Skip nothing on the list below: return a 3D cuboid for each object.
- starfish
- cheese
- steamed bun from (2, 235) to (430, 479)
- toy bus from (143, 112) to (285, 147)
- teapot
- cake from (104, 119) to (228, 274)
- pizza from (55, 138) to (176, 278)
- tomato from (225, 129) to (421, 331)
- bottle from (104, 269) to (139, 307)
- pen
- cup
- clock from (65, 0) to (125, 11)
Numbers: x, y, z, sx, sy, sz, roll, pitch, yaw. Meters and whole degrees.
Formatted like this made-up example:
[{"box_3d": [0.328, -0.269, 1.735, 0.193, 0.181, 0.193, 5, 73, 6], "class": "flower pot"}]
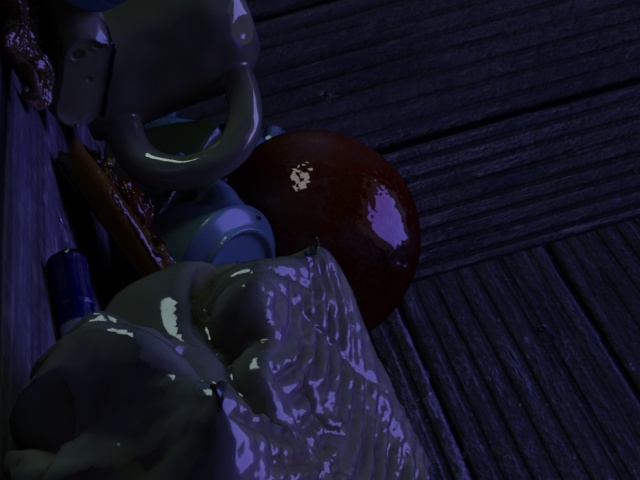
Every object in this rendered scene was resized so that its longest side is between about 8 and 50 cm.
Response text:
[{"box_3d": [-0.255, -0.198, 1.133, 0.150, 0.053, 0.209, 70, 3, -48], "class": "starfish"}, {"box_3d": [-0.263, -0.230, 1.263, 0.251, 0.054, 0.127, 60, -34, 35], "class": "cheese"}, {"box_3d": [-0.062, 0.154, 0.732, 0.275, 0.206, 0.320, 58, 23, -8], "class": "steamed bun"}, {"box_3d": [-0.168, -0.058, 1.834, 0.294, 0.197, 0.231, 159, -57, -84], "class": "toy bus"}, {"box_3d": [-0.141, 0.028, 1.401, 0.159, 0.159, 0.231, -119, -137, -81], "class": "teapot"}, {"box_3d": [-0.219, -0.003, 1.577, 0.283, 0.172, 0.158, -62, 143, -41], "class": "cake"}, {"box_3d": [-0.197, -0.032, 1.292, 0.201, 0.053, 0.193, 58, -7, -27], "class": "pizza"}, {"box_3d": [0.000, 0.000, 1.554, 0.265, 0.265, 0.264, 164, -90, -88], "class": "tomato"}, {"box_3d": [-0.189, 0.071, 1.285, 0.101, 0.047, 0.063, -115, -161, -48], "class": "bottle"}, {"box_3d": [-0.165, 0.126, 0.950, 0.033, 0.033, 0.269, 78, -5, -61], "class": "pen"}, {"box_3d": [-0.166, -0.192, 1.363, 0.173, 0.202, 0.255, 73, -9, -47], "class": "cup"}, {"box_3d": [-0.238, -0.325, 1.080, 0.274, 0.094, 0.223, 21, 48, -70], "class": "clock"}]
